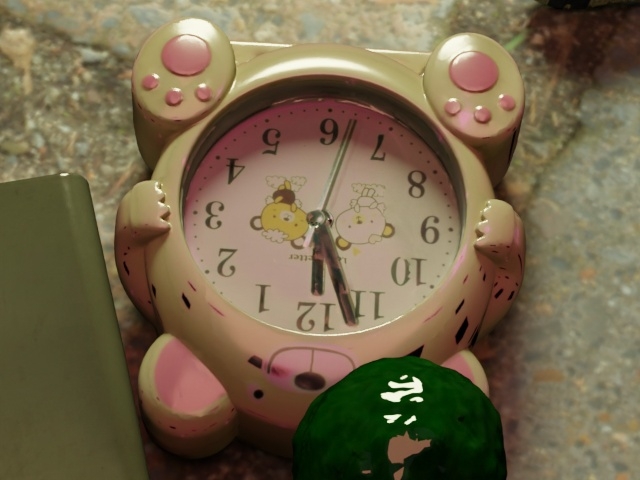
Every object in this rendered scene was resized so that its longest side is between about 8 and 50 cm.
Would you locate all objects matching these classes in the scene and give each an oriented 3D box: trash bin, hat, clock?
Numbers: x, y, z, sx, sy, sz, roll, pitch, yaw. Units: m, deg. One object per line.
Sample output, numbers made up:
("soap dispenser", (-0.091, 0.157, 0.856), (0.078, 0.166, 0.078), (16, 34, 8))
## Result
("trash bin", (-0.204, 0.090, 1.130), (0.164, 0.122, 0.240), (-9, 62, -7))
("hat", (-0.002, 0.269, 0.978), (0.285, 0.285, 0.400), (0, 51, -2))
("clock", (0.000, 0.000, 1.185), (0.284, 0.114, 0.309), (4, 65, -2))

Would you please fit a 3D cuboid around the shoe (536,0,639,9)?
("shoe", (0.219, -0.221, 1.330), (0.143, 0.064, 0.071), (-8, 65, -9))
